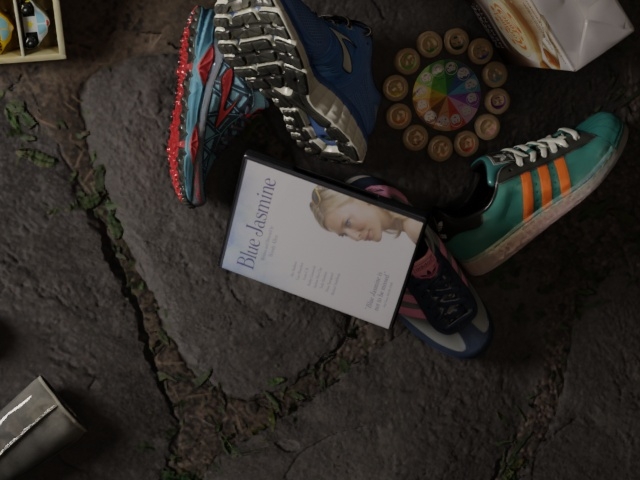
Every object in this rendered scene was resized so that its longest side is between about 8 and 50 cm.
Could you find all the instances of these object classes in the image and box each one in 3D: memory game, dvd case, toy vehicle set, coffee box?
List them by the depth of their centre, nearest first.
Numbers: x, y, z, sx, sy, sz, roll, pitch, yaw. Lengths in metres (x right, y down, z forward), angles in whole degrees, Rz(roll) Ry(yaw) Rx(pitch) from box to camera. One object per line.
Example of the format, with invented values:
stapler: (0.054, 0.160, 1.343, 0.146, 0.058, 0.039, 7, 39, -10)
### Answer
toy vehicle set: (-0.407, -0.340, 1.548, 0.166, 0.035, 0.266, -6, 125, -8)
coffee box: (0.283, -0.303, 1.651, 0.098, 0.246, 0.141, -36, 104, -3)
dvd case: (0.000, 0.000, 1.675, 0.253, 0.022, 0.180, 20, 122, 8)
memory game: (0.174, -0.200, 1.766, 0.186, 0.012, 0.186, -2, 99, -12)

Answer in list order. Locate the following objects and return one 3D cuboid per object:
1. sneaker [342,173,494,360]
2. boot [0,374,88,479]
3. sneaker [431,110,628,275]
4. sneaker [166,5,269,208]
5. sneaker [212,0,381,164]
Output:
sneaker: (0.136, 0.051, 1.737, 0.112, 0.131, 0.319, -43, 105, -4)
boot: (-0.440, 0.254, 1.676, 0.208, 0.076, 0.189, -39, 119, 3)
sneaker: (0.286, -0.089, 1.759, 0.302, 0.108, 0.121, -42, 109, -2)
sneaker: (-0.127, -0.166, 1.661, 0.125, 0.104, 0.261, 7, 98, -15)
sneaker: (-0.019, -0.244, 1.628, 0.330, 0.130, 0.147, 53, 55, -47)
